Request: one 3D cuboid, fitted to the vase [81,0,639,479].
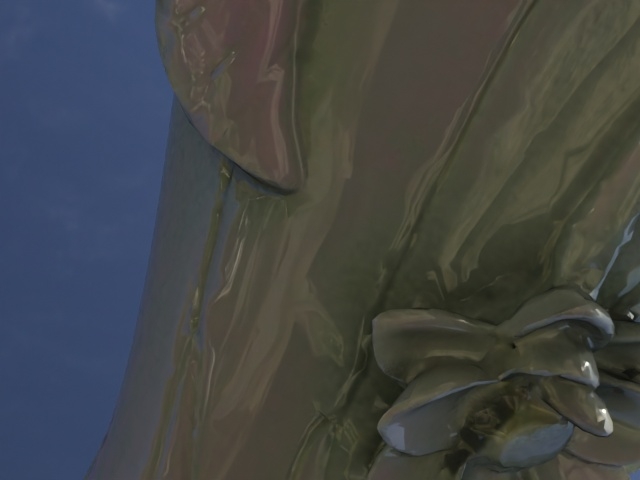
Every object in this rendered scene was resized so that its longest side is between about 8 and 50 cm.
[{"bbox_3d":[0.043,-0.026,0.434,0.250,0.250,0.445,27,-97,-9],"label":"vase"}]
